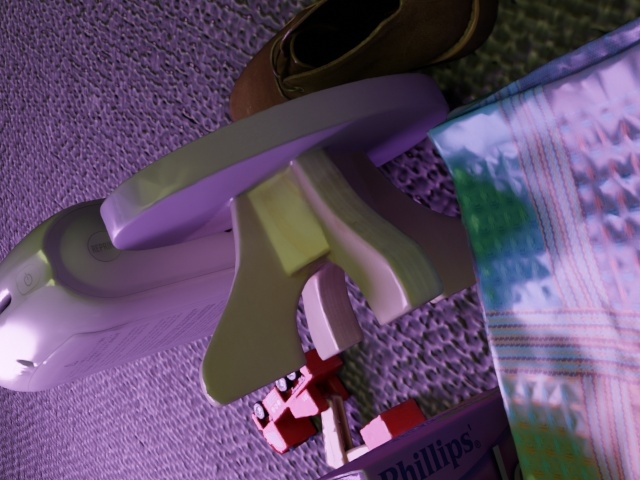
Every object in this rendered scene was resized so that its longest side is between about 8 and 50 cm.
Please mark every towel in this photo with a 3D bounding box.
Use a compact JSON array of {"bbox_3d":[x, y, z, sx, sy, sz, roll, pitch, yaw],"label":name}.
[{"bbox_3d":[0.165,0.084,0.369,0.271,0.040,0.370,163,93,-68],"label":"towel"}]

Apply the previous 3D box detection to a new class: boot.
[{"bbox_3d":[-0.008,-0.154,0.660,0.305,0.115,0.112,-18,89,51],"label":"boot"}]

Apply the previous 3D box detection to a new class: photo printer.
[{"bbox_3d":[-0.166,0.041,0.748,0.256,0.307,0.107,-40,71,48],"label":"photo printer"}]

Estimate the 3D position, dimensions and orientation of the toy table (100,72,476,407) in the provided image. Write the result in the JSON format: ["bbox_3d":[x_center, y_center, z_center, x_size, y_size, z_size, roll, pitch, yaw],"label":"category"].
[{"bbox_3d":[0.000,0.000,0.585,0.252,0.274,0.161,99,146,-79],"label":"toy table"}]

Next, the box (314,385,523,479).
[{"bbox_3d":[0.122,0.245,0.553,0.117,0.213,0.243,-39,71,47],"label":"box"}]

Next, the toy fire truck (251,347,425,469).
[{"bbox_3d":[0.010,0.180,0.790,0.135,0.047,0.192,55,136,21],"label":"toy fire truck"}]
